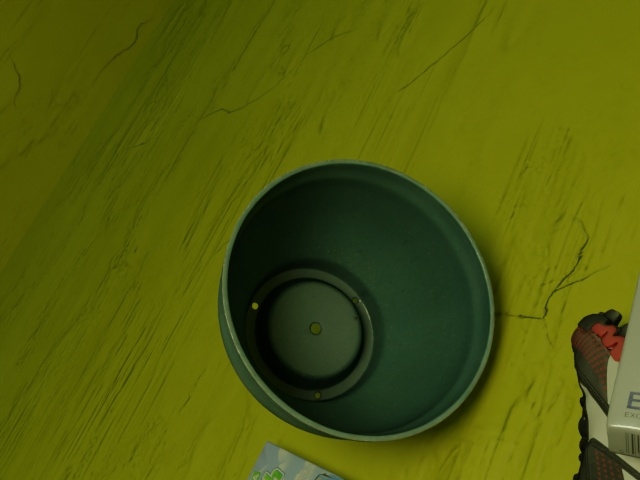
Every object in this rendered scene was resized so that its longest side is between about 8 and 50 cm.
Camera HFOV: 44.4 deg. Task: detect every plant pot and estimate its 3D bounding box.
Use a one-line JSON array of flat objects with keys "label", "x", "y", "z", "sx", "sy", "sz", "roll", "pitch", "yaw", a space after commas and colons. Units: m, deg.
[{"label": "plant pot", "x": 0.016, "y": 0.083, "z": 0.873, "sx": 0.293, "sy": 0.293, "sz": 0.196, "roll": -69, "pitch": 9, "yaw": -25}]

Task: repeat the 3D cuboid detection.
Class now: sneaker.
[{"label": "sneaker", "x": 0.248, "y": 0.174, "z": 0.629, "sx": 0.135, "sy": 0.097, "sz": 0.276, "roll": -36, "pitch": 37, "yaw": 18}]

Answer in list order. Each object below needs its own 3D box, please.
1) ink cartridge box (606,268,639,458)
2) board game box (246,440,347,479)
[{"label": "ink cartridge box", "x": 0.341, "y": 0.071, "z": 0.565, "sx": 0.223, "sy": 0.045, "sz": 0.224, "roll": 6, "pitch": 49, "yaw": 29}, {"label": "board game box", "x": -0.028, "y": 0.328, "z": 0.868, "sx": 0.211, "sy": 0.039, "sz": 0.160, "roll": 5, "pitch": 62, "yaw": 53}]
